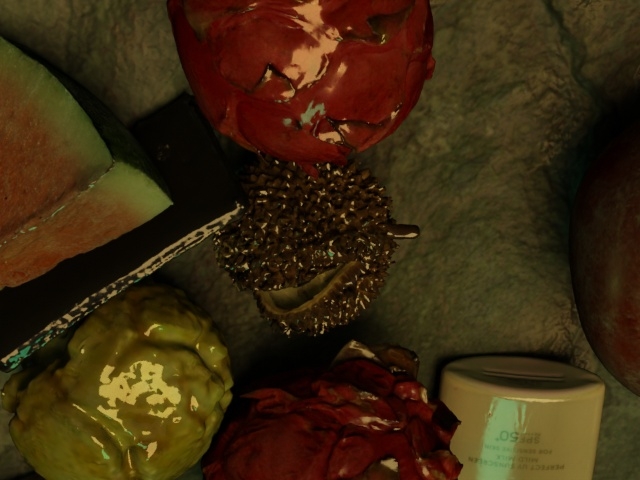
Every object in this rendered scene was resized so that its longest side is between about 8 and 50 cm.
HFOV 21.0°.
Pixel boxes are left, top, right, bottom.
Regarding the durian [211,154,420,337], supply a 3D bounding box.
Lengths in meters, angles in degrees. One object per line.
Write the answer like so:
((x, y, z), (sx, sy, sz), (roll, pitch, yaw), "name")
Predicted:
((0.000, 0.000, 1.607), (0.196, 0.167, 0.196), (0, 162, 0), "durian")

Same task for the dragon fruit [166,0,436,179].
((-0.013, -0.189, 1.477), (0.241, 0.241, 0.252), (-31, 138, 4), "dragon fruit")

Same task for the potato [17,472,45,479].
((-0.271, 0.356, 1.730), (0.264, 0.189, 0.211), (-15, 121, -4), "potato")

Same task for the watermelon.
((-0.290, -0.040, 1.542), (0.256, 0.193, 0.140), (-41, 150, 6), "watermelon")

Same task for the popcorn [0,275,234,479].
((-0.189, 0.143, 1.641), (0.221, 0.184, 0.204), (-35, 121, 2), "popcorn")

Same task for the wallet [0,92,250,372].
((-0.207, -0.008, 1.582), (0.285, 0.146, 0.030), (-33, 152, 7), "wallet")

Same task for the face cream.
((0.199, 0.289, 1.860), (0.173, 0.081, 0.349), (5, 118, 2), "face cream")

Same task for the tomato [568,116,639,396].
((0.389, 0.017, 1.645), (0.316, 0.282, 0.317), (-5, 118, -9), "tomato")

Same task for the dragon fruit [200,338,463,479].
((0.008, 0.259, 1.701), (0.277, 0.277, 0.343), (11, 111, -18), "dragon fruit")
